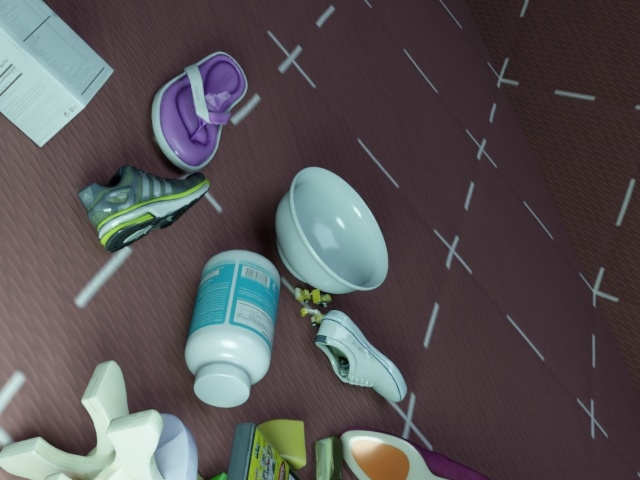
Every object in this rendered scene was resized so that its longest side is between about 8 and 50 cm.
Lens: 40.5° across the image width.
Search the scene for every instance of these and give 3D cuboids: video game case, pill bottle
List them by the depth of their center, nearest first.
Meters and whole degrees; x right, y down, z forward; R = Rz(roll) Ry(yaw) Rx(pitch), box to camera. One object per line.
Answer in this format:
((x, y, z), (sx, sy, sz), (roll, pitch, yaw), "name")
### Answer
((-0.086, 0.457, 1.315), (0.248, 0.035, 0.275), (61, 27, -45), "video game case")
((-0.152, 0.153, 1.496), (0.146, 0.146, 0.264), (39, 36, -28), "pill bottle")

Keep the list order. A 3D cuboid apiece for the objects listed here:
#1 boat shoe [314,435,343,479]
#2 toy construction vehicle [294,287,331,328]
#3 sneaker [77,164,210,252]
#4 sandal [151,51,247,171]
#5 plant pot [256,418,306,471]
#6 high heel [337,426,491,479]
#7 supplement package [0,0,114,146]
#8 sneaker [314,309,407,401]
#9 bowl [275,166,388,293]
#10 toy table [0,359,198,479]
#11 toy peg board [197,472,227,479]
((0.009, 0.432, 1.580), (0.056, 0.048, 0.153), (43, 39, -44), "boat shoe")
((-0.009, 0.135, 1.818), (0.098, 0.035, 0.086), (27, 43, -40), "toy construction vehicle")
((-0.304, -0.085, 1.538), (0.121, 0.111, 0.300), (54, 29, 1), "sneaker")
((-0.239, -0.302, 1.820), (0.169, 0.102, 0.416), (44, 34, -21), "sandal")
((-0.083, 0.353, 1.484), (0.083, 0.081, 0.081), (18, 47, -30), "plant pot")
((0.194, 0.465, 1.741), (0.377, 0.127, 0.181), (33, 4, -6), "high heel")
((-0.494, -0.305, 1.436), (0.244, 0.134, 0.139), (45, 34, -20), "supplement package")
((0.076, 0.261, 1.795), (0.258, 0.094, 0.091), (47, 58, -18), "sneaker")
((0.000, 0.000, 1.855), (0.298, 0.134, 0.298), (34, 38, -33), "bowl")
((-0.276, 0.303, 1.123), (0.161, 0.252, 0.274), (57, 16, -32), "toy table")
((-0.152, 0.446, 1.301), (0.160, 0.079, 0.161), (49, 33, -14), "toy peg board")
